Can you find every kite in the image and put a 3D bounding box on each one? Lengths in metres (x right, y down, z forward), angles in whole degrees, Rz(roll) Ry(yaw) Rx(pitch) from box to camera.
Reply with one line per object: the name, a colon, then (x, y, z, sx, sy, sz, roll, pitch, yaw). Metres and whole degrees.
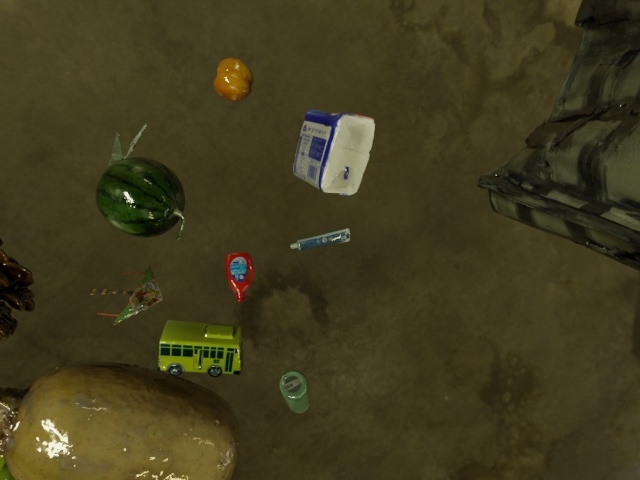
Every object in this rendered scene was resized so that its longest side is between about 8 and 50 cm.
kite: (-0.539, 0.143, 1.141, 0.244, 0.198, 0.006, 5, 146, 16)
kite: (-0.517, -0.210, 1.081, 0.250, 0.230, 0.012, -43, 150, 28)

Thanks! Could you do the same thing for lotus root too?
lotus root: (-0.253, 0.245, 0.512, 0.342, 0.151, 0.169, 32, 93, -36)

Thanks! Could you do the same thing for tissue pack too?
tissue pack: (0.031, -0.248, 1.142, 0.137, 0.269, 0.210, 10, 103, -25)

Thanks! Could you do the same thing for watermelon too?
watermelon: (-0.405, -0.097, 0.957, 0.214, 0.188, 0.188, 18, 102, 11)

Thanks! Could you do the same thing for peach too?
peach: (-0.296, -0.551, 1.411, 0.137, 0.138, 0.138, -5, 108, -17)

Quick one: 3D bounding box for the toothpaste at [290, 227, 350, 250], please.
toothpaste: (0.000, 0.000, 1.307, 0.197, 0.035, 0.057, -12, 131, -5)

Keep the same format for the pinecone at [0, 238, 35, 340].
pinecone: (-0.602, 0.084, 0.628, 0.243, 0.257, 0.244, 9, 113, 22)

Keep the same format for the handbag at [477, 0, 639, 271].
handbag: (0.329, -0.121, 0.322, 0.162, 0.327, 0.326, 13, 107, -28)

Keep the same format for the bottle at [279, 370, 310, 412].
bottle: (-0.027, 0.172, 0.459, 0.030, 0.030, 0.083, -21, 148, -11)

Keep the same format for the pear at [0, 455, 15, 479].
pear: (-0.628, 0.542, 0.908, 0.176, 0.286, 0.282, -28, 100, 24)

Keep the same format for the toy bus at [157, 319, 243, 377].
toy bus: (-0.377, 0.344, 1.323, 0.261, 0.128, 0.150, 6, 113, -10)

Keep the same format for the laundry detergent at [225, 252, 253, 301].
laundry detergent: (-0.272, 0.125, 1.392, 0.097, 0.049, 0.166, -4, 81, -27)
